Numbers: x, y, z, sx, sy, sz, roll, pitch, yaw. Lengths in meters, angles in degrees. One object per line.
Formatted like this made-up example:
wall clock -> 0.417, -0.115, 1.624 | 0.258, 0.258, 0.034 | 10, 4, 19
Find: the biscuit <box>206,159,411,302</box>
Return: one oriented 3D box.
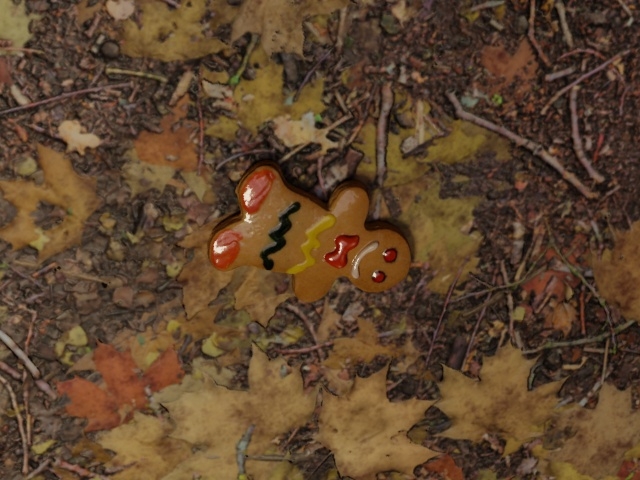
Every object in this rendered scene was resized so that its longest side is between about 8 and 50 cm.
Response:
biscuit -> 0.000, 0.000, 1.691 | 0.250, 0.036, 0.165 | 20, 110, -23
